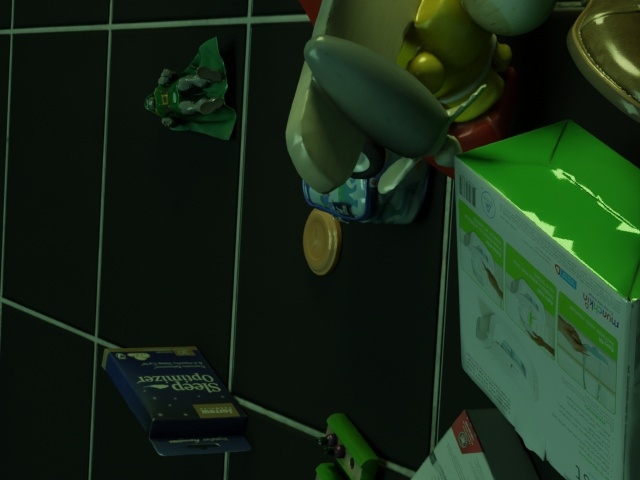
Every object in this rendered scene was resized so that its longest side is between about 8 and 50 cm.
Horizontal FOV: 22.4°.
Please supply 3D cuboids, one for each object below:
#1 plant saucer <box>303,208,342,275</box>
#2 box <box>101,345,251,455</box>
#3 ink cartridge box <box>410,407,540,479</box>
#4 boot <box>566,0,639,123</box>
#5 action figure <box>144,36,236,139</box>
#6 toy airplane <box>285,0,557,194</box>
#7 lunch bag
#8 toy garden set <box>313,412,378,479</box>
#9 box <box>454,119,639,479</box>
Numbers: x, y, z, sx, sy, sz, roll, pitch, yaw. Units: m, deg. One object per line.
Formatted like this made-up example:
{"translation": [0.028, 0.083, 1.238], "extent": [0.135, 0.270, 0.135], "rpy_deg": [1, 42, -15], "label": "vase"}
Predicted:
{"translation": [0.000, 0.000, 1.926], "extent": [0.083, 0.013, 0.083], "rpy_deg": [-4, 85, 61], "label": "plant saucer"}
{"translation": [-0.188, 0.208, 2.137], "extent": [0.225, 0.136, 0.036], "rpy_deg": [47, 129, 51], "label": "box"}
{"translation": [0.151, 0.244, 1.600], "extent": [0.135, 0.056, 0.099], "rpy_deg": [-59, 40, 42], "label": "ink cartridge box"}
{"translation": [0.268, -0.179, 1.257], "extent": [0.115, 0.112, 0.305], "rpy_deg": [-52, 14, 30], "label": "boot"}
{"translation": [-0.191, -0.198, 2.236], "extent": [0.232, 0.063, 0.137], "rpy_deg": [177, 90, -65], "label": "action figure"}
{"translation": [0.077, -0.236, 1.451], "extent": [0.272, 0.384, 0.386], "rpy_deg": [-5, 90, 31], "label": "toy airplane"}
{"translation": [0.050, -0.129, 1.765], "extent": [0.176, 0.090, 0.219], "rpy_deg": [24, 109, 62], "label": "lunch bag"}
{"translation": [0.017, 0.351, 1.829], "extent": [0.204, 0.049, 0.244], "rpy_deg": [-132, 49, -59], "label": "toy garden set"}
{"translation": [0.224, 0.065, 1.336], "extent": [0.262, 0.127, 0.231], "rpy_deg": [46, 148, 52], "label": "box"}
